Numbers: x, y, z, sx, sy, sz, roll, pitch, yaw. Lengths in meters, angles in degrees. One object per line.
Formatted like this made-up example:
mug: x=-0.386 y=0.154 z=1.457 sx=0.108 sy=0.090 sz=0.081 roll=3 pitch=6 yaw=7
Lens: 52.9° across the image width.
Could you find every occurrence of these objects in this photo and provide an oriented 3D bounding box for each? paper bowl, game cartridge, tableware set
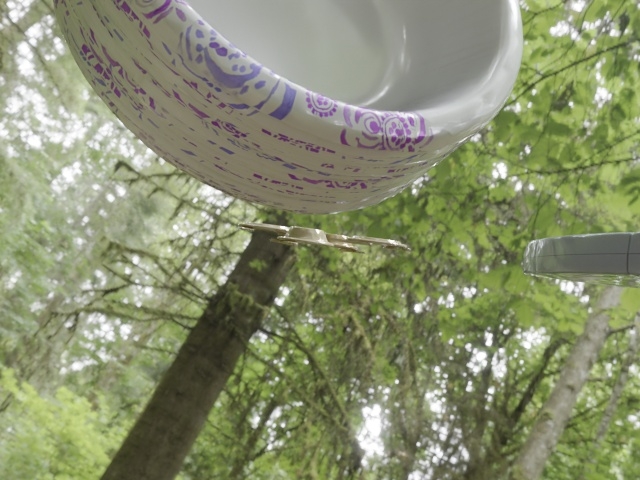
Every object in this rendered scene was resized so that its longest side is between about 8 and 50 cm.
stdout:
paper bowl: x=-0.023 y=-0.152 z=0.418 sx=0.284 sy=0.284 sz=0.148 roll=36 pitch=-34 yaw=-10
game cartridge: x=0.405 y=0.029 z=0.825 sx=0.198 sy=0.062 sz=0.297 roll=12 pitch=-6 yaw=-15
tableware set: x=0.000 y=0.000 z=0.674 sx=0.169 sy=0.020 sz=0.141 roll=8 pitch=-1 yaw=-28
